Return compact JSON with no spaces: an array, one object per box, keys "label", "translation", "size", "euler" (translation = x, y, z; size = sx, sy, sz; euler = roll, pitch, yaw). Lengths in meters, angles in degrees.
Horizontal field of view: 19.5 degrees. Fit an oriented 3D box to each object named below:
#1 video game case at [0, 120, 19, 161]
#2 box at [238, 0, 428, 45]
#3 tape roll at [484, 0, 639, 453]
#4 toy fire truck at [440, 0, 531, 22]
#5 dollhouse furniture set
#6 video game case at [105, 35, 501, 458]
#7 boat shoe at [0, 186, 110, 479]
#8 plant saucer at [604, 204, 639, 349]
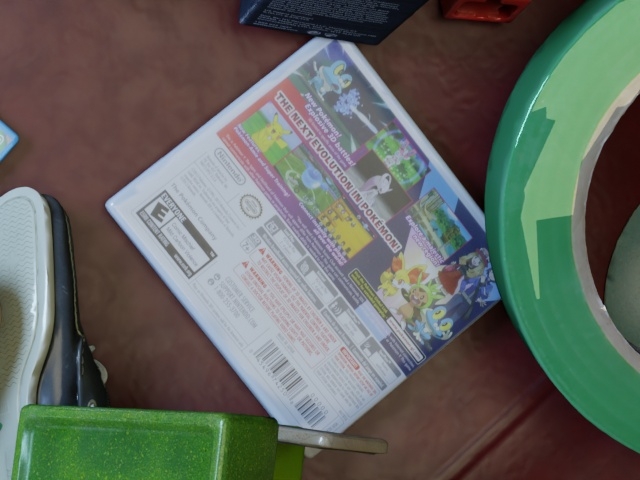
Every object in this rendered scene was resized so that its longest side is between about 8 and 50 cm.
[{"label":"video game case","translation":[-0.277,-0.070,1.086],"size":[0.166,0.015,0.119],"euler":[41,82,-10]},{"label":"box","translation":[0.020,-0.209,1.071],"size":[0.093,0.158,0.156],"euler":[9,80,-13]},{"label":"tape roll","translation":[0.262,-0.018,1.123],"size":[0.321,0.077,0.321],"euler":[0,100,-3]},{"label":"toy fire truck","translation":[0.115,-0.234,1.115],"size":[0.047,0.192,0.135],"euler":[3,61,-14]},{"label":"dollhouse furniture set","translation":[-0.062,0.246,1.018],"size":[0.197,0.151,0.301],"euler":[14,80,-52]},{"label":"video game case","translation":[0.000,0.000,1.147],"size":[0.183,0.023,0.201],"euler":[-39,97,-10]},{"label":"boat shoe","translation":[-0.164,0.086,1.093],"size":[0.079,0.084,0.233],"euler":[5,80,-51]},{"label":"plant saucer","translation":[0.281,0.041,1.205],"size":[0.195,0.037,0.195],"euler":[0,90,-14]}]
